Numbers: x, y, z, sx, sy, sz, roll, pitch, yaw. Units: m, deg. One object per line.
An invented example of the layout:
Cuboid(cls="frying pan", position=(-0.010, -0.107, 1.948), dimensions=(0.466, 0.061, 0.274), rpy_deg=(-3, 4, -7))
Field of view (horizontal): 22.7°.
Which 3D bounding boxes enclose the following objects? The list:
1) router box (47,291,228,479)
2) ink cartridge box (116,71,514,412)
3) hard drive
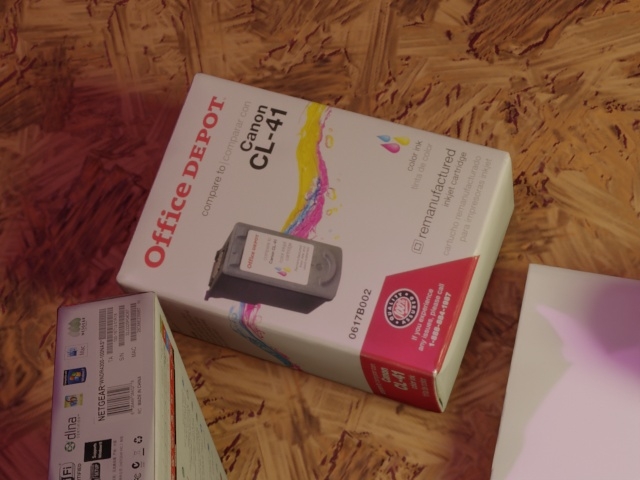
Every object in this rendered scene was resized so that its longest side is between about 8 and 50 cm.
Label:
Cuboid(cls="router box", position=(-0.128, 0.262, 1.226), dimensions=(0.082, 0.301, 0.335), rpy_deg=(-10, 46, 4))
Cuboid(cls="ink cartridge box", position=(0.000, 0.000, 1.450), dimensions=(0.306, 0.131, 0.226), rpy_deg=(16, 73, 12))
Cuboid(cls="hard drive", position=(0.337, 0.160, 1.386), dimensions=(0.353, 0.047, 0.233), rpy_deg=(9, 72, 11))
